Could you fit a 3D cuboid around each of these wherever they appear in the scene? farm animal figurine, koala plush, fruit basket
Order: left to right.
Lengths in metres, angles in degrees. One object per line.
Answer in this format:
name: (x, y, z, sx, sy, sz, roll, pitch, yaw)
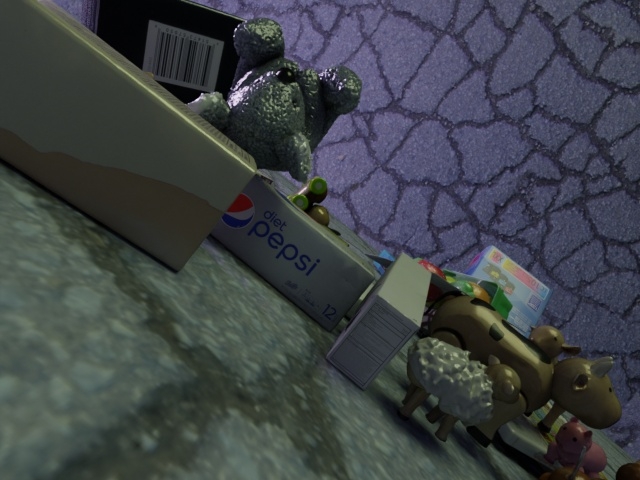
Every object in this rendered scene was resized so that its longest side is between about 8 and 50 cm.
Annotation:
koala plush: (-0.067, -0.161, 0.599, 0.196, 0.203, 0.221, 28, 27, -10)
fruit basket: (0.332, 0.124, 1.196, 0.353, 0.165, 0.327, 36, -9, -23)
farm animal figurine: (0.272, 0.181, 0.572, 0.327, 0.172, 0.330, 36, 14, 9)

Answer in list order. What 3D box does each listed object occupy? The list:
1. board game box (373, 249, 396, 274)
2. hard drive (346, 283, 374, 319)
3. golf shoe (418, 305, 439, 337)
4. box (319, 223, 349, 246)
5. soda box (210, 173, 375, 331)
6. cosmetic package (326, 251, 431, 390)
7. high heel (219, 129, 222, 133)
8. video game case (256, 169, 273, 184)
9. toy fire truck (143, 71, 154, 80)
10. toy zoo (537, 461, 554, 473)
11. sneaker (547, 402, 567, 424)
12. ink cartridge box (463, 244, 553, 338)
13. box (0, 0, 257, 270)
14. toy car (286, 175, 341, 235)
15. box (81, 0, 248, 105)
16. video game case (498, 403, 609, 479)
board game box: (0.349, 0.171, 1.717, 0.254, 0.079, 0.336, 38, 7, -8)
hard drive: (-0.020, 0.030, 0.800, 0.353, 0.047, 0.233, 38, 7, -4)
golf shoe: (0.296, 0.202, 1.054, 0.105, 0.120, 0.273, 34, 7, -27)
box: (0.000, 0.000, 1.072, 0.087, 0.058, 0.232, 40, 6, 13)
soda box: (-0.063, -0.009, 0.613, 0.286, 0.098, 0.091, 38, 6, 2)
cosmetic package: (0.085, 0.087, 0.572, 0.060, 0.098, 0.239, 40, 17, 7)
high heel: (-0.227, -0.189, 0.856, 0.082, 0.117, 0.244, 39, 6, 1)
video game case: (-0.276, -0.262, 1.433, 0.232, 0.041, 0.210, 39, 5, 8)
toy fire truck: (-0.359, -0.256, 0.560, 0.246, 0.158, 0.217, 48, 0, -29)
toy zoo: (0.489, 0.451, 0.770, 0.293, 0.030, 0.192, 37, 7, -15)
sneaker: (0.439, 0.348, 0.924, 0.258, 0.094, 0.091, 39, 2, -1)
ink cartridge box: (0.568, 0.241, 1.495, 0.270, 0.395, 0.151, 39, -32, 11)
box: (-0.220, -0.122, 0.413, 0.311, 0.121, 0.148, 37, 7, -16)
toy car: (-0.005, -0.090, 1.377, 0.188, 0.149, 0.155, 49, -6, -12)
box: (-0.339, -0.412, 0.948, 0.294, 0.211, 0.395, 3, 27, -32)
video game case: (0.356, 0.306, 0.761, 0.207, 0.026, 0.227, 31, 12, -8)
